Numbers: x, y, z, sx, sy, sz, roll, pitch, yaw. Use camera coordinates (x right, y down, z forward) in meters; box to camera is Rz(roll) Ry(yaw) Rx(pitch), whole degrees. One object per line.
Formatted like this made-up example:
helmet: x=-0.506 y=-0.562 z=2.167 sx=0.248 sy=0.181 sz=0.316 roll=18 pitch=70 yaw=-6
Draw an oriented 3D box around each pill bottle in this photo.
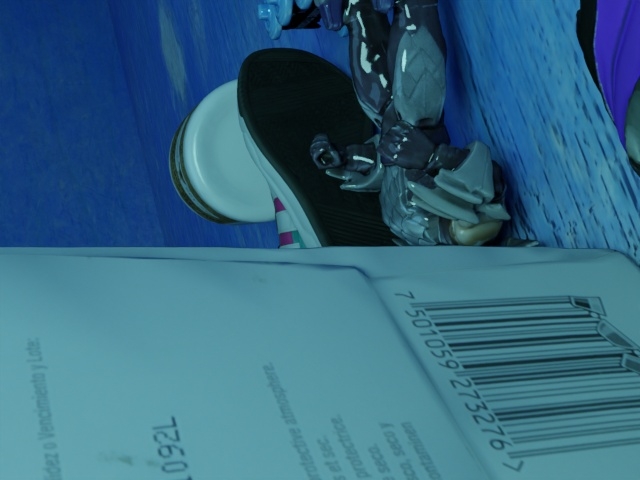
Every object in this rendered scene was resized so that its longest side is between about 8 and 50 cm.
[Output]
pill bottle: x=-0.081 y=-0.080 z=1.033 sx=0.229 sy=0.131 sz=0.131 roll=178 pitch=81 yaw=-76

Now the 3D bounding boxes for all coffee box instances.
coffee box: x=0.002 y=0.227 z=0.384 sx=0.338 sy=0.338 sz=0.334 roll=-118 pitch=35 yaw=-52

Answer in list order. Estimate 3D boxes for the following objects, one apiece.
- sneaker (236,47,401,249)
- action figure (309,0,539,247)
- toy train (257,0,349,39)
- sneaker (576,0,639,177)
sneaker: x=0.000 y=0.000 z=0.814 sx=0.178 sy=0.123 sz=0.295 roll=107 pitch=149 yaw=-44
action figure: x=0.046 y=-0.077 z=0.605 sx=0.185 sy=0.099 sz=0.285 roll=6 pitch=111 yaw=66
toy train: x=-0.002 y=-0.203 z=0.735 sx=0.184 sy=0.080 sz=0.105 roll=174 pitch=90 yaw=-76
sneaker: x=0.116 y=-0.132 z=0.258 sx=0.293 sy=0.102 sz=0.146 roll=94 pitch=161 yaw=-47
